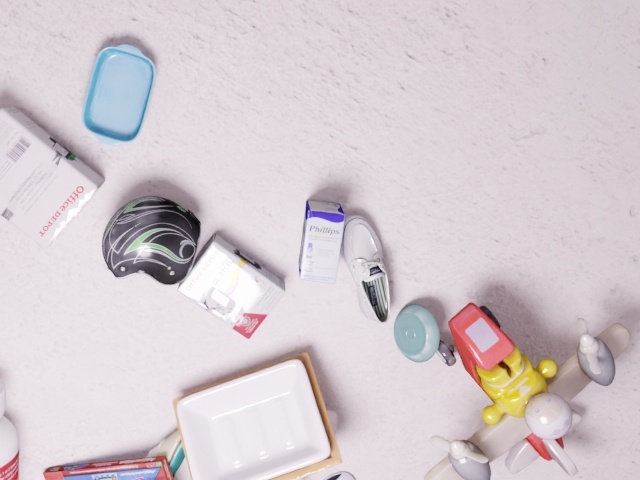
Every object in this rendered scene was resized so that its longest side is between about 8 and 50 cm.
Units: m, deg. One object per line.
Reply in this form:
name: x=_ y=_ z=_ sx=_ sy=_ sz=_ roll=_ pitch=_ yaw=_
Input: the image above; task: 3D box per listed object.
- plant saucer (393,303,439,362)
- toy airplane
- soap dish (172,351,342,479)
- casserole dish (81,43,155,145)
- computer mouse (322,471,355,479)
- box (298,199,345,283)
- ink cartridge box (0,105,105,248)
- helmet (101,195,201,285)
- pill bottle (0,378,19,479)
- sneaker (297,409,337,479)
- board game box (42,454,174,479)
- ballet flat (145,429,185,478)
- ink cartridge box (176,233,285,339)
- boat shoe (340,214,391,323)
plant saucer: x=0.187 y=0.188 z=1.544 sx=0.021 sy=0.119 sz=0.119 roll=-2 pitch=106 yaw=-43
toy airplane: x=0.410 y=0.331 z=1.507 sx=0.384 sy=0.272 sz=0.386 roll=8 pitch=97 yaw=-14
soap dish: x=-0.124 y=0.379 z=1.516 sx=0.291 sy=0.118 sz=0.229 roll=-19 pitch=67 yaw=0
casserole dish: x=-0.374 y=-0.271 z=1.430 sx=0.114 sy=0.037 sz=0.188 roll=16 pitch=100 yaw=-8
computer mouse: x=-0.010 y=0.565 z=1.647 sx=0.193 sy=0.042 sz=0.106 roll=-32 pitch=102 yaw=3
box: x=0.000 y=0.000 z=1.477 sx=0.072 sy=0.126 sz=0.137 roll=7 pitch=102 yaw=-5
ink cartridge box: x=-0.538 y=-0.117 z=1.423 sx=0.219 sy=0.092 sz=0.160 roll=41 pitch=97 yaw=-12
helmet: x=-0.322 y=0.000 z=1.433 sx=0.161 sy=0.169 sz=0.169 roll=19 pitch=101 yaw=-25
pill bottle: x=-0.703 y=0.474 z=1.475 sx=0.229 sy=0.229 sz=0.407 roll=5 pitch=102 yaw=-6
sneaker: x=-0.056 y=0.438 z=1.594 sx=0.115 sy=0.090 sz=0.232 roll=35 pitch=93 yaw=-1
board game box: x=-0.423 y=0.521 z=1.566 sx=0.281 sy=0.027 sz=0.145 roll=-11 pitch=105 yaw=18
ballet flat: x=-0.335 y=0.482 z=1.588 sx=0.086 sy=0.086 sz=0.248 roll=17 pitch=102 yaw=-8
ink cartridge box: x=-0.176 y=0.090 z=1.510 sx=0.175 sy=0.072 sz=0.127 roll=36 pitch=98 yaw=-12
boat shoe: x=0.101 y=0.058 z=1.517 sx=0.083 sy=0.076 sz=0.226 roll=-24 pitch=108 yaw=-14
